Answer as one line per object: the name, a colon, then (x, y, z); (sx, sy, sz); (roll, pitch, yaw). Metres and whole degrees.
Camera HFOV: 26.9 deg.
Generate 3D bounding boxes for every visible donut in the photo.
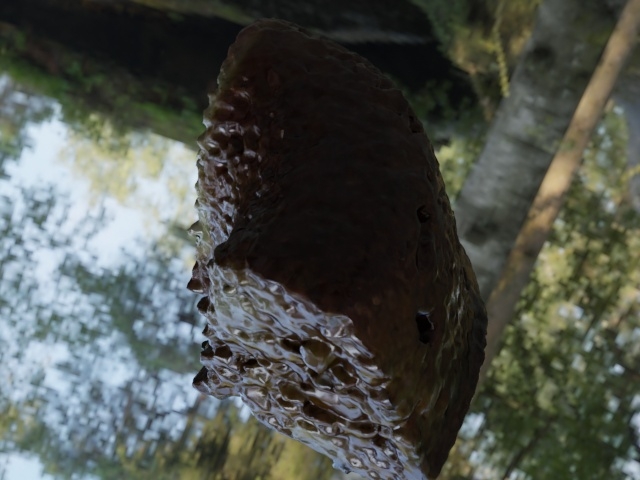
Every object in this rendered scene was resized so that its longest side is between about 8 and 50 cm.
donut: (0.007, -0.007, 0.570); (0.144, 0.126, 0.186); (9, -129, 22)
